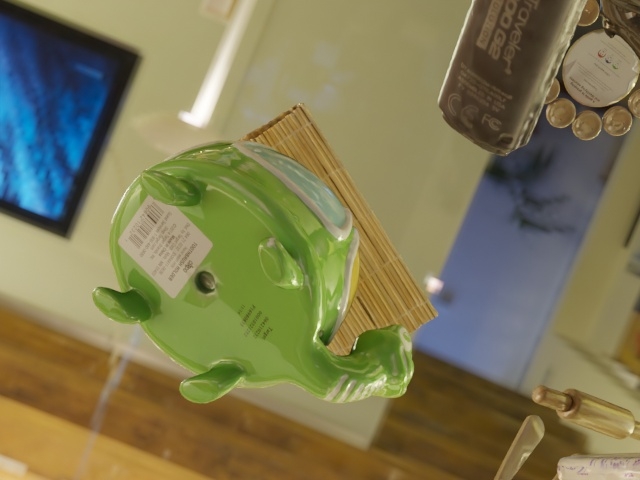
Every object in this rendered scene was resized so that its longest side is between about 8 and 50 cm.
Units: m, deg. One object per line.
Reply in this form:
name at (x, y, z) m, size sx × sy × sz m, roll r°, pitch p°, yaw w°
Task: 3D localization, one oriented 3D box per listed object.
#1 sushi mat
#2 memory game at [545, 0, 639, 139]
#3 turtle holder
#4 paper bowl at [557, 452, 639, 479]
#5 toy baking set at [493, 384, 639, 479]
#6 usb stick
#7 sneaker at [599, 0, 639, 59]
sushi mat at (0.000, 0.000, 2.075) m, size 0.316 × 0.151 × 0.019 m, roll 57°, pitch -163°, yaw -18°
memory game at (0.341, -0.210, 2.122) m, size 0.186 × 0.186 × 0.012 m, roll 21°, pitch -164°, yaw -18°
turtle holder at (-0.050, 0.025, 1.806) m, size 0.320 × 0.243 × 0.227 m, roll 17°, pitch -154°, yaw 24°
paper bowl at (0.340, 0.247, 1.446) m, size 0.284 × 0.148 × 0.284 m, roll -2°, pitch 175°, yaw 0°
toy baking set at (0.230, 0.229, 1.573) m, size 0.256 × 0.197 × 0.030 m, roll 27°, pitch 153°, yaw -36°
usb stick at (0.141, -0.169, 1.141) m, size 0.077 × 0.278 × 0.045 m, roll 36°, pitch -131°, yaw 17°
sneaker at (0.421, -0.222, 1.934) m, size 0.286 × 0.109 × 0.130 m, roll 43°, pitch 155°, yaw 34°
